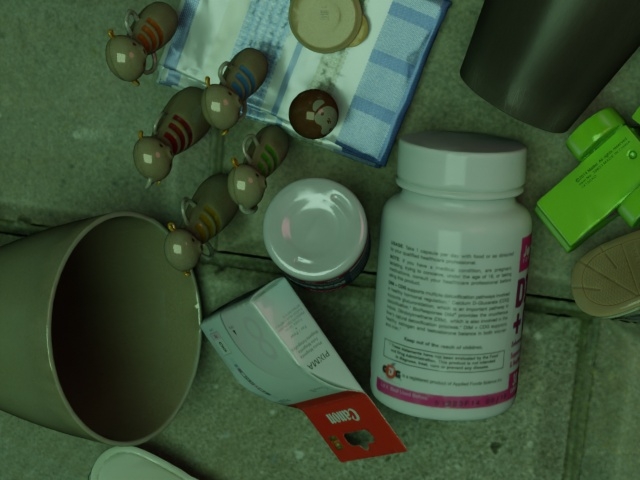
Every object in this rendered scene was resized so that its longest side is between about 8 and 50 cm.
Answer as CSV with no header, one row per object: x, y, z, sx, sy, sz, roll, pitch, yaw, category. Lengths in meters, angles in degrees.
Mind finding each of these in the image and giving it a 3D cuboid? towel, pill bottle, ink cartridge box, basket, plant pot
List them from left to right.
-0.319,0.101,1.602,0.274,0.256,0.256,-3,103,33,plant pot
-0.026,0.159,1.560,0.066,0.189,0.232,-32,92,-25,ink cartridge box
-0.024,-0.220,1.540,0.285,0.034,0.209,23,106,7,towel
0.000,0.000,1.499,0.108,0.180,0.108,-1,82,4,pill bottle
0.139,0.034,1.490,0.160,0.160,0.283,7,105,13,pill bottle
0.246,-0.236,1.406,0.204,0.154,0.227,30,112,2,basket

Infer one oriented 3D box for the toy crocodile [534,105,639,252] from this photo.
0.356,-0.119,1.433,0.340,0.105,0.115,-48,69,22,toy crocodile

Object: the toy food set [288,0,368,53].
0.006,-0.241,1.501,0.083,0.020,0.082,-14,98,14,toy food set

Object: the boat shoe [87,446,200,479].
-0.140,0.358,1.693,0.319,0.116,0.099,33,152,-2,boat shoe

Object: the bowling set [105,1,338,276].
-0.096,-0.118,1.472,0.200,0.154,0.287,-8,119,25,bowling set

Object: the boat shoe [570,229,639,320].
0.403,0.017,1.452,0.285,0.092,0.102,-21,70,21,boat shoe
